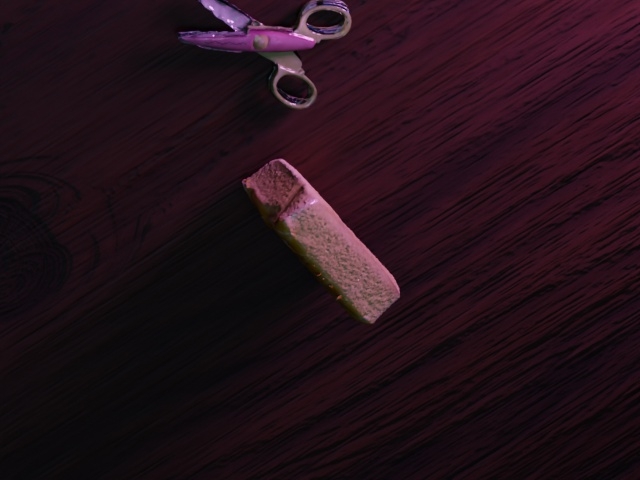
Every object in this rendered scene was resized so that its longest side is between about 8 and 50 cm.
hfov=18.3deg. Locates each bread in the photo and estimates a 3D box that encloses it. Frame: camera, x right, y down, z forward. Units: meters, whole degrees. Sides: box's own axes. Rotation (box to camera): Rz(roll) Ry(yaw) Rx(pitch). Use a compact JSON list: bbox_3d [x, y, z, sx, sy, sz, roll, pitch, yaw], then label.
[{"bbox_3d":[-0.001,-0.001,2.245,0.068,0.125,0.188,-42,125,0],"label":"bread"}]

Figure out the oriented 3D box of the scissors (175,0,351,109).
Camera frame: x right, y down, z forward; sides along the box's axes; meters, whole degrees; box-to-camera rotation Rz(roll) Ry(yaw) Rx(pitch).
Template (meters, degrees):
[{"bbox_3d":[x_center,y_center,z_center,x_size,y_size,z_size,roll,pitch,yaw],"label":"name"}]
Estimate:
[{"bbox_3d":[-0.064,-0.219,2.151,0.187,0.020,0.133,14,111,-28],"label":"scissors"}]
